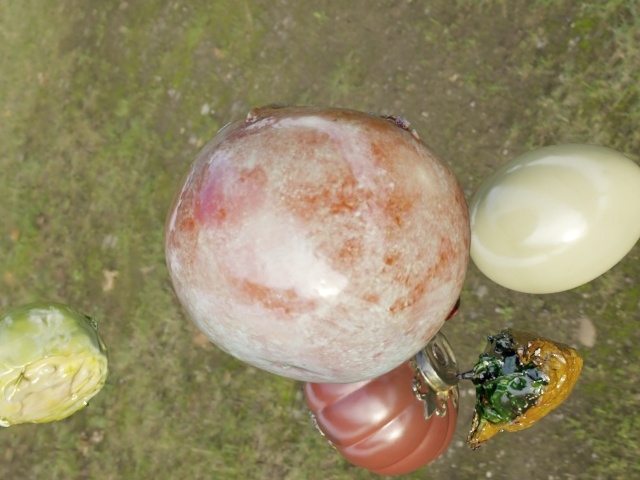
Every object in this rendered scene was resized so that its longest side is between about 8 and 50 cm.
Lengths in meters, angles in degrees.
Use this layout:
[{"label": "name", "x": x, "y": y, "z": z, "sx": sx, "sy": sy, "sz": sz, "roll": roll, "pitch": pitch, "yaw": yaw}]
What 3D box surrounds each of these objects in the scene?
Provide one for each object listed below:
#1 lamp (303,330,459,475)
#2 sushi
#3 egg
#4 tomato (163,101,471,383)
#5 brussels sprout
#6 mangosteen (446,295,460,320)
[{"label": "lamp", "x": 0.106, "y": 0.250, "z": 1.586, "sx": 0.257, "sy": 0.303, "sz": 0.303, "roll": -33, "pitch": 49, "yaw": 29}, {"label": "sushi", "x": 0.293, "y": 0.214, "z": 1.439, "sx": 0.149, "sy": 0.140, "sz": 0.287, "roll": 67, "pitch": 151, "yaw": 24}, {"label": "egg", "x": 0.303, "y": -0.031, "z": 1.192, "sx": 0.242, "sy": 0.186, "sz": 0.186, "roll": -28, "pitch": 50, "yaw": 21}, {"label": "tomato", "x": 0.000, "y": 0.000, "z": 0.965, "sx": 0.317, "sy": 0.317, "sz": 0.282, "roll": -12, "pitch": 61, "yaw": 49}, {"label": "brussels sprout", "x": -0.320, "y": 0.127, "z": 1.032, "sx": 0.149, "sy": 0.151, "sz": 0.122, "roll": -47, "pitch": 61, "yaw": 13}, {"label": "mangosteen", "x": 0.172, "y": 0.091, "z": 1.390, "sx": 0.081, "sy": 0.081, "sz": 0.081, "roll": -27, "pitch": 53, "yaw": 42}]
